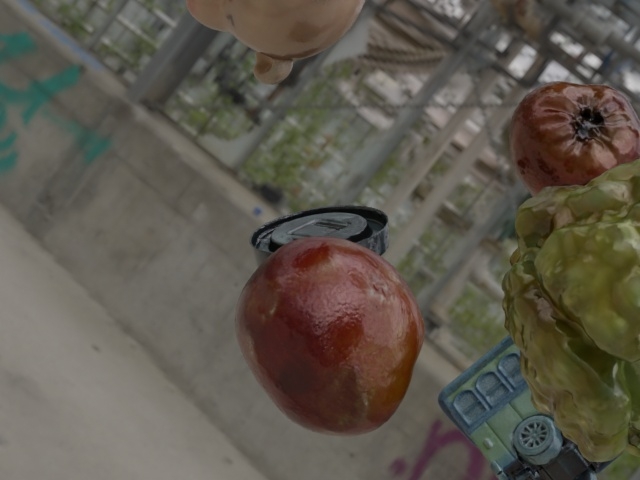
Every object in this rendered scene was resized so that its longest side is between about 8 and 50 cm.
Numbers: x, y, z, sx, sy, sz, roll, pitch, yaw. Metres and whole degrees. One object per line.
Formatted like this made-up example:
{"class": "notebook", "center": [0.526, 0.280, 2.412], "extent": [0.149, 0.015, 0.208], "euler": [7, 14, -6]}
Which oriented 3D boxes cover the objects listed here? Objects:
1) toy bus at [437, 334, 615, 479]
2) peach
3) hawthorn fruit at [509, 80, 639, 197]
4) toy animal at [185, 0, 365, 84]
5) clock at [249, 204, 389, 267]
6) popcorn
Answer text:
{"class": "toy bus", "center": [0.328, 0.184, 1.563], "extent": [0.152, 0.312, 0.190], "euler": [49, 3, -39]}
{"class": "peach", "center": [0.006, 0.113, 1.449], "extent": [0.199, 0.243, 0.243], "euler": [-20, -43, 41]}
{"class": "hawthorn fruit", "center": [0.354, -0.110, 1.729], "extent": [0.196, 0.196, 0.225], "euler": [39, -20, 20]}
{"class": "toy animal", "center": [-0.065, -0.315, 1.408], "extent": [0.277, 0.247, 0.345], "euler": [16, -13, -14]}
{"class": "clock", "center": [0.000, 0.000, 1.882], "extent": [0.215, 0.215, 0.042], "euler": [-131, -150, -68]}
{"class": "popcorn", "center": [0.307, 0.067, 1.080], "extent": [0.274, 0.279, 0.335], "euler": [42, 6, 40]}
